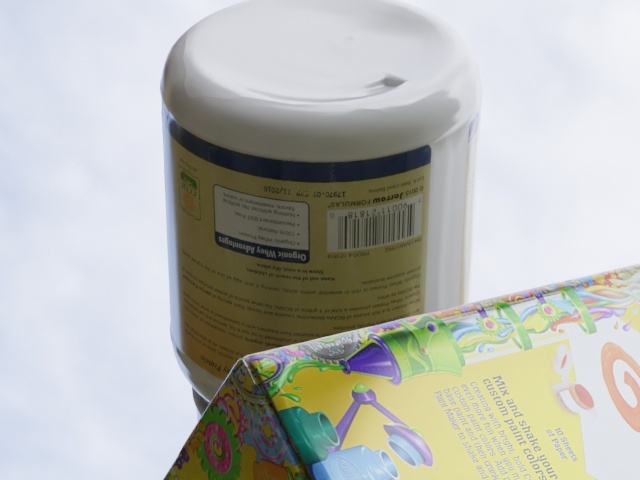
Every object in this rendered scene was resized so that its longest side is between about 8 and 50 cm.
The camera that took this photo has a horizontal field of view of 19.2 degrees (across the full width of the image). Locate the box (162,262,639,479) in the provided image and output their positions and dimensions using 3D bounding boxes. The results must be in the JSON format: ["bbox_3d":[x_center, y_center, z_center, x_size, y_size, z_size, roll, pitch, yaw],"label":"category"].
[{"bbox_3d":[0.114,0.182,0.780,0.290,0.279,0.177,62,-37,25],"label":"box"}]

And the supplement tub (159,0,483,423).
[{"bbox_3d":[0.000,0.000,1.394,0.228,0.228,0.316,13,-57,20],"label":"supplement tub"}]
